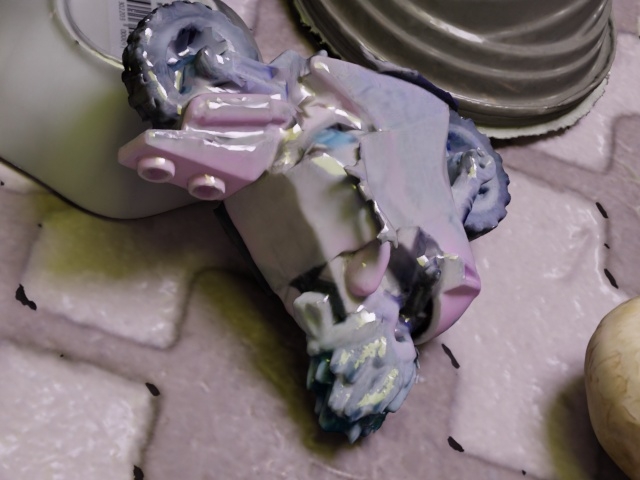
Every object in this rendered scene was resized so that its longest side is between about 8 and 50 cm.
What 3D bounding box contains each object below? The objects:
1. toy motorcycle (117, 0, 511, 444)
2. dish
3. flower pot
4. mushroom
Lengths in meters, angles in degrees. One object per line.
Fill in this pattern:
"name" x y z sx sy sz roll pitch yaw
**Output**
"toy motorcycle" 0.003 -0.002 0.796 0.239 0.108 0.204 11 65 -19
"dish" -0.104 -0.105 0.863 0.190 0.066 0.191 12 50 -15
"flower pot" 0.104 -0.189 0.977 0.235 0.140 0.235 14 48 -16
"mushroom" 0.209 0.082 0.825 0.148 0.112 0.148 17 52 -22
